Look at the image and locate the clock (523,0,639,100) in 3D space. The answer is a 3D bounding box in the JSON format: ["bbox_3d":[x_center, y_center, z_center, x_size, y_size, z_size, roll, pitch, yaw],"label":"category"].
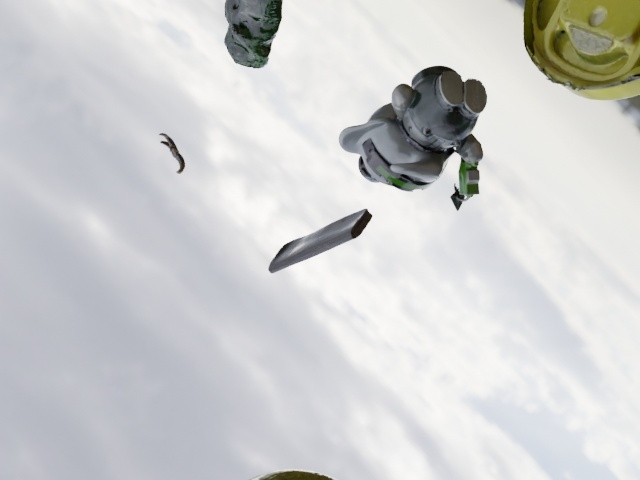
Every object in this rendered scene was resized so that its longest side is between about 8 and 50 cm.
[{"bbox_3d":[0.379,-0.298,1.629,0.071,0.293,0.277,32,-172,-42],"label":"clock"}]

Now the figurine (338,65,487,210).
[{"bbox_3d":[0.103,-0.111,1.451,0.147,0.192,0.126,9,-116,-26],"label":"figurine"}]

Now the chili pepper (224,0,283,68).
[{"bbox_3d":[-0.067,-0.320,1.676,0.061,0.224,0.098,-10,-133,-38],"label":"chili pepper"}]

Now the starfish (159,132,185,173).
[{"bbox_3d":[-0.292,-0.175,2.678,0.091,0.028,0.078,64,173,-19],"label":"starfish"}]

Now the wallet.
[{"bbox_3d":[0.000,0.000,1.846,0.018,0.156,0.082,57,-145,-13],"label":"wallet"}]

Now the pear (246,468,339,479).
[{"bbox_3d":[-0.029,0.411,1.568,0.294,0.294,0.294,41,-165,-13],"label":"pear"}]
